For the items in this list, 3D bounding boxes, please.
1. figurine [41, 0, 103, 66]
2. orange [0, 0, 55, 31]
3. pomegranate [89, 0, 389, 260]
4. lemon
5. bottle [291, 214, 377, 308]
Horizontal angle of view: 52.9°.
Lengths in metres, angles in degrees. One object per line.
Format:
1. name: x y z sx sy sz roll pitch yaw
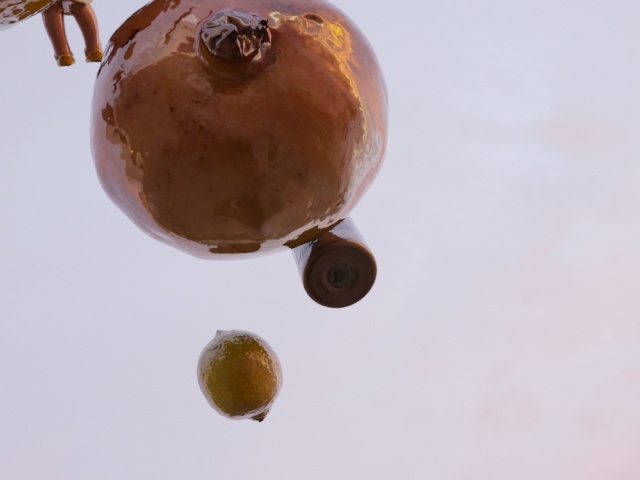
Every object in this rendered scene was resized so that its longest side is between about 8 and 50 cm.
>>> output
1. figurine: -0.311 -0.330 0.752 0.175 0.116 0.239 -19 -55 -27
2. orange: -0.229 -0.226 0.337 0.237 0.236 0.236 -7 -62 -14
3. pomegranate: -0.088 -0.144 0.715 0.339 0.338 0.337 -7 -62 -14
4. lemon: -0.103 0.175 0.833 0.109 0.109 0.133 -28 -88 -3
5. bottle: 0.000 0.000 0.875 0.110 0.209 0.097 19 -71 -19
